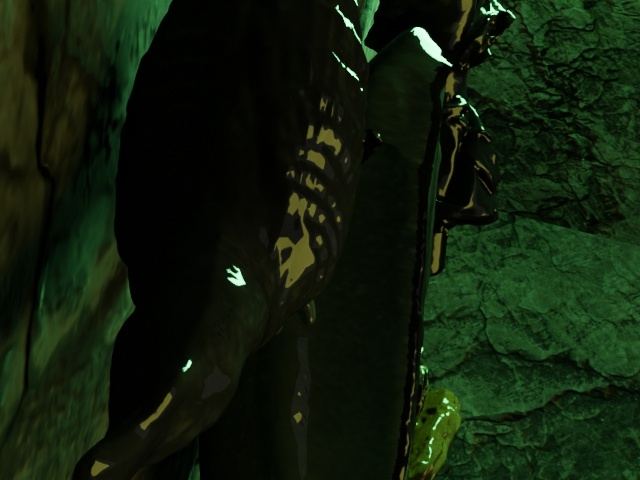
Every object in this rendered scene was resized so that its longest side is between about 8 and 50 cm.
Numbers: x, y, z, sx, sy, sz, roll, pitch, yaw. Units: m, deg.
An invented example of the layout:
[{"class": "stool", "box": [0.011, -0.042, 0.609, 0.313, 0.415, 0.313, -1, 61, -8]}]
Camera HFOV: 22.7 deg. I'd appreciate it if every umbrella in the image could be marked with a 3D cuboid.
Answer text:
[{"class": "umbrella", "box": [0.080, -0.107, 1.202, 0.110, 0.122, 0.272, -134, -133, -71]}]

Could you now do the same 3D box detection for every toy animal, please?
[{"class": "toy animal", "box": [-0.022, -0.046, 0.559, 0.206, 0.081, 0.367, 98, 4, -60]}]

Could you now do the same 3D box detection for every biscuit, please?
[{"class": "biscuit", "box": [0.045, 0.217, 1.441, 0.208, 0.041, 0.290, -38, -169, 18]}]

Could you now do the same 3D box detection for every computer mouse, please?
[{"class": "computer mouse", "box": [-0.001, 0.056, 0.855, 0.203, 0.114, 0.374, 85, 12, -65]}]

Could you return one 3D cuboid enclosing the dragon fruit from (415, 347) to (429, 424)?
[{"class": "dragon fruit", "box": [0.038, 0.129, 1.391, 0.142, 0.121, 0.130, 41, 26, -56]}]
